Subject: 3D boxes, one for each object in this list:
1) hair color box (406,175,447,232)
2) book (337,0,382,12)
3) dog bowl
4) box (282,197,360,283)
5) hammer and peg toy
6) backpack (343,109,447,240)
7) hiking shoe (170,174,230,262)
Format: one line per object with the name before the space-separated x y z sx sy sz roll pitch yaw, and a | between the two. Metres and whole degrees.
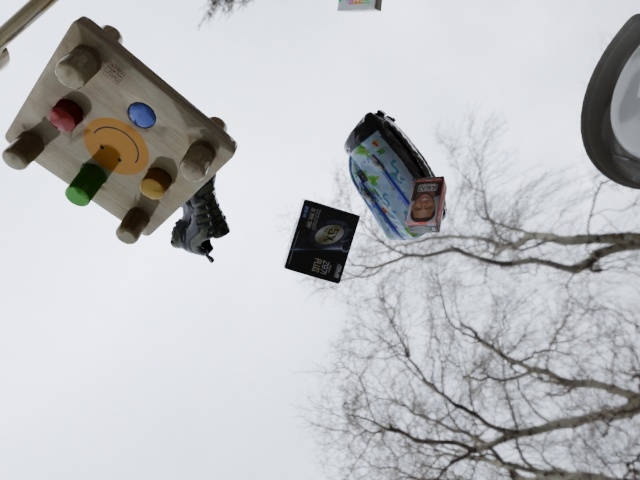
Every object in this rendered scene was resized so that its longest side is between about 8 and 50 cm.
hair color box | 0.249 -0.084 1.214 0.043 0.071 0.141 59 -142 -46
book | 0.118 -0.731 1.543 0.035 0.144 0.096 -9 -70 -49
dog bowl | 0.579 -0.233 0.797 0.102 0.349 0.349 14 -113 -20
box | 0.000 0.000 1.308 0.147 0.077 0.180 17 -85 -9
hammer and peg toy | -0.322 -0.174 0.719 0.361 0.266 0.127 40 -144 -24
backpack | 0.226 -0.174 1.547 0.355 0.273 0.290 42 -165 9
hiking shoe | -0.233 -0.062 1.091 0.114 0.227 0.086 25 -148 0
